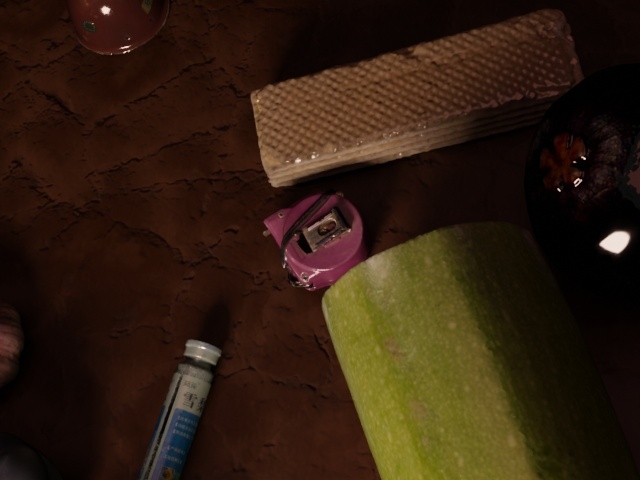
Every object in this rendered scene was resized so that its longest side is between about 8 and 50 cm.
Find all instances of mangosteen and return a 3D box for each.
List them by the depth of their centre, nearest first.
[{"bbox_3d":[0.381,-0.056,1.272,0.275,0.302,0.275,-30,53,50],"label":"mangosteen"}]

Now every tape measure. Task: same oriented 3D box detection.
[{"bbox_3d":[0.000,0.000,1.431,0.125,0.074,0.118,-33,65,1],"label":"tape measure"}]

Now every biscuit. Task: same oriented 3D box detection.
[{"bbox_3d":[0.124,-0.186,1.476,0.426,0.078,0.144,-13,65,7],"label":"biscuit"}]

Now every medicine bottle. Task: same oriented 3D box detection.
[{"bbox_3d":[-0.173,0.218,1.397,0.051,0.051,0.191,13,71,18],"label":"medicine bottle"}]

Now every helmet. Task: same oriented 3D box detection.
[{"bbox_3d":[-0.301,-0.369,1.642,0.155,0.106,0.175,12,67,18],"label":"helmet"}]

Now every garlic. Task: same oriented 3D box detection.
[{"bbox_3d":[-0.461,0.144,1.468,0.159,0.102,0.147,-30,66,1],"label":"garlic"}]

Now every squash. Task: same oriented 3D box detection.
[{"bbox_3d":[0.180,0.201,1.201,0.263,0.263,0.384,-21,65,4],"label":"squash"}]

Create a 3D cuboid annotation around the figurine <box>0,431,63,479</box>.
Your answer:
[{"bbox_3d":[-0.411,0.353,1.318,0.175,0.197,0.265,33,82,23],"label":"figurine"}]
